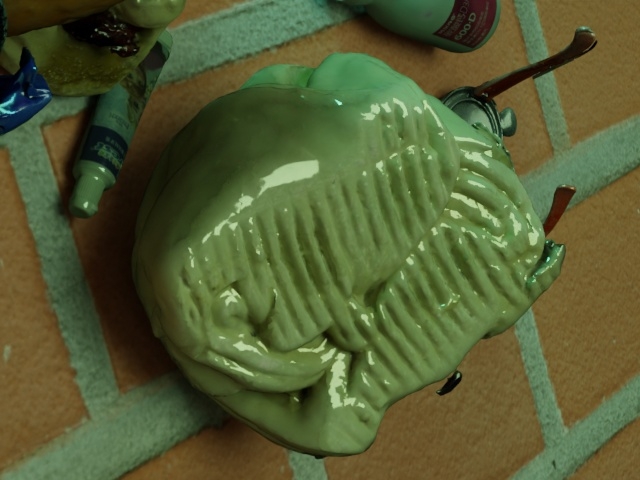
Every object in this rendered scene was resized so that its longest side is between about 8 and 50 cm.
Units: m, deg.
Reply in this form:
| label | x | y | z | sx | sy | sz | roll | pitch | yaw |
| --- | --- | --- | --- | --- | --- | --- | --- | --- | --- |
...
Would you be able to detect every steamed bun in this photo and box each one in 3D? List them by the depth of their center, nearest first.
| label | x | y | z | sx | sy | sz | roll | pitch | yaw |
| --- | --- | --- | --- | --- | --- | --- | --- | --- | --- |
| steamed bun | -0.175 | -0.212 | 1.359 | 0.141 | 0.155 | 0.172 | 14 | 72 | -48 |
| steamed bun | 0.000 | 0.000 | 1.488 | 0.394 | 0.237 | 0.346 | 3 | 109 | -30 |

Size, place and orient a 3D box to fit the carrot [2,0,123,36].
| label | x | y | z | sx | sy | sz | roll | pitch | yaw |
| --- | --- | --- | --- | --- | --- | --- | --- | --- | --- |
| carrot | -0.187 | -0.264 | 1.190 | 0.224 | 0.341 | 0.224 | -14 | 90 | -83 |

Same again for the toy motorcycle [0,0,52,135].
| label | x | y | z | sx | sy | sz | roll | pitch | yaw |
| --- | --- | --- | --- | --- | --- | --- | --- | --- | --- |
| toy motorcycle | -0.337 | -0.075 | 1.116 | 0.315 | 0.113 | 0.168 | -22 | 132 | -11 |

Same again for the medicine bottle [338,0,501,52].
| label | x | y | z | sx | sy | sz | roll | pitch | yaw |
| --- | --- | --- | --- | --- | --- | --- | --- | --- | --- |
| medicine bottle | 0.093 | -0.256 | 1.747 | 0.217 | 0.090 | 0.090 | 10 | 76 | -50 |

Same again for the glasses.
| label | x | y | z | sx | sy | sz | roll | pitch | yaw |
| --- | --- | --- | --- | --- | --- | --- | --- | --- | --- |
| glasses | 0.214 | -0.077 | 1.737 | 0.118 | 0.268 | 0.234 | 23 | 67 | -26 |

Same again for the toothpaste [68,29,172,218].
| label | x | y | z | sx | sy | sz | roll | pitch | yaw |
| --- | --- | --- | --- | --- | --- | --- | --- | --- | --- |
| toothpaste | -0.174 | -0.110 | 1.441 | 0.062 | 0.037 | 0.216 | 44 | 48 | -36 |
